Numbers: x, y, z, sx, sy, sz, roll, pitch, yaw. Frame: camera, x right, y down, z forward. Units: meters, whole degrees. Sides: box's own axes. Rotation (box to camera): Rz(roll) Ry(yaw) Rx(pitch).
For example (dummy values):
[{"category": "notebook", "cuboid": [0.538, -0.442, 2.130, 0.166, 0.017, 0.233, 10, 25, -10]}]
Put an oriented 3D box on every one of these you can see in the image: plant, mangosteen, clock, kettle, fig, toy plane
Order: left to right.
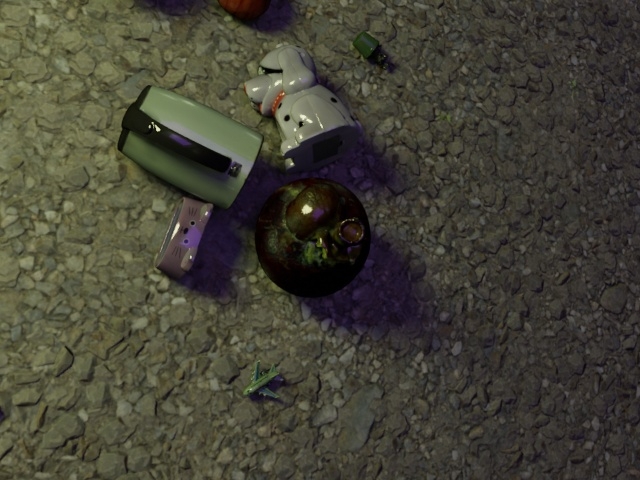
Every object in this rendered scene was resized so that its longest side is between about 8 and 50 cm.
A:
[{"category": "clock", "cuboid": [-0.252, -0.010, 1.125, 0.050, 0.110, 0.153, 23, 73, -21]}, {"category": "kettle", "cuboid": [-0.238, -0.172, 1.099, 0.236, 0.221, 0.161, 27, 96, -17]}, {"category": "fig", "cuboid": [-0.156, -0.530, 1.241, 0.128, 0.150, 0.128, 4, 45, -4]}, {"category": "toy plane", "cuboid": [-0.114, 0.274, 1.182, 0.083, 0.033, 0.080, -29, 95, -17]}, {"category": "clock", "cuboid": [-0.048, -0.284, 1.234, 0.188, 0.189, 0.254, -23, 78, -24]}, {"category": "mangosteen", "cuboid": [0.000, 0.000, 1.132, 0.231, 0.289, 0.232, -4, 100, -20]}, {"category": "plant", "cuboid": [0.122, -0.424, 1.380, 0.102, 0.051, 0.051, 35, 70, -20]}]
